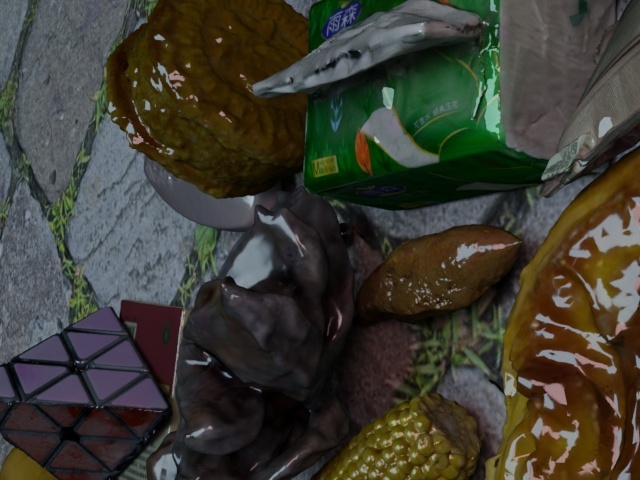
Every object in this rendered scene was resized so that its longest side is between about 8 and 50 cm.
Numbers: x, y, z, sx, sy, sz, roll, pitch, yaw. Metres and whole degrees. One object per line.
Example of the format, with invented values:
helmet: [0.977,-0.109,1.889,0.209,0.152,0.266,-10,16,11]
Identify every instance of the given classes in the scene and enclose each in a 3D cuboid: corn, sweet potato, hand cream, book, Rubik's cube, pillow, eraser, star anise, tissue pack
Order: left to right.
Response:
Rubik's cube: [-0.214,0.135,1.142,0.190,0.211,0.178,-13,45,23]
book: [-0.182,0.180,1.138,0.162,0.022,0.231,1,84,57]
eraser: [-0.103,-0.093,1.052,0.204,0.059,0.243,-64,35,23]
star anise: [-0.042,0.115,0.835,0.359,0.139,0.315,102,-167,-68]
hand cream: [0.000,0.000,0.933,0.093,0.019,0.030,-11,76,60]
corn: [0.020,0.208,0.795,0.091,0.091,0.260,49,121,16]
tissue pack: [0.066,-0.112,0.744,0.209,0.156,0.148,-8,74,55]
sweet potato: [0.071,0.030,0.791,0.068,0.060,0.206,-57,13,-28]
pillow: [0.177,-0.109,0.584,0.130,0.038,0.232,-49,4,41]

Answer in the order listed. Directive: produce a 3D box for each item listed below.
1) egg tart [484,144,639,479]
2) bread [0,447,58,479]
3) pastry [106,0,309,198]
egg tart: [0.224,0.101,0.477,0.339,0.153,0.351,-24,64,49]
bread: [-0.296,0.363,1.205,0.142,0.091,0.305,-51,44,43]
pastry: [-0.075,-0.128,0.914,0.103,0.189,0.188,-41,51,45]
